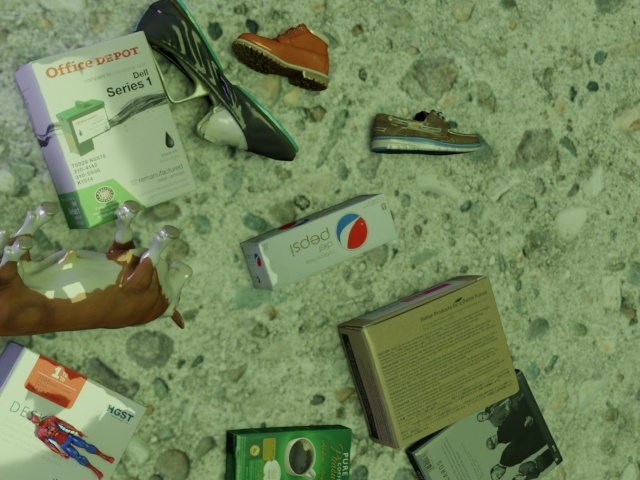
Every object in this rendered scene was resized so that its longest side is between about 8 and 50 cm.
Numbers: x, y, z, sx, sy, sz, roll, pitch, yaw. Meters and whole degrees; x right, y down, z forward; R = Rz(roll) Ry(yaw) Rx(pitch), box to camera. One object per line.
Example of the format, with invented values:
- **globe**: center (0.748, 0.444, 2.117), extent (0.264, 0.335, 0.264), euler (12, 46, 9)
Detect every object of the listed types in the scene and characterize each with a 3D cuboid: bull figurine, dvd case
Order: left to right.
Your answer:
- **bull figurine**: center (-0.276, 0.045, 1.263), extent (0.310, 0.101, 0.188), euler (-9, 135, -36)
- **dvd case**: center (0.264, 0.342, 1.630), extent (0.239, 0.030, 0.179), euler (-31, 104, -23)

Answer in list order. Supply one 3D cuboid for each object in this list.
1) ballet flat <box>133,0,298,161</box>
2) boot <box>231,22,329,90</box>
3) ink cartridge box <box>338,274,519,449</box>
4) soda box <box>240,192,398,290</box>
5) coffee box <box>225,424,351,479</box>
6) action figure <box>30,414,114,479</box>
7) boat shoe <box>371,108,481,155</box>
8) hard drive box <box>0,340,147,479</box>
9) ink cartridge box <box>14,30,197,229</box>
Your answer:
- **ballet flat**: center (-0.151, -0.196, 1.393), extent (0.096, 0.095, 0.280), euler (-41, 97, -11)
- **boot**: center (-0.053, -0.275, 1.458), extent (0.158, 0.059, 0.084), euler (16, 80, -35)
- **ink cartridge box**: center (0.165, 0.178, 1.547), extent (0.235, 0.088, 0.193), euler (-19, 97, -25)
- **soda box**: center (0.000, 0.000, 1.475), extent (0.216, 0.069, 0.073), euler (-22, 100, -25)
- **coffee box**: center (-0.045, 0.323, 1.466), extent (0.184, 0.040, 0.113), euler (1, 90, -27)
- **action figure**: center (-0.303, 0.245, 1.244), extent (0.115, 0.030, 0.038), euler (40, 78, -20)
- **boat shoe**: center (0.164, -0.165, 1.560), extent (0.183, 0.066, 0.066), euler (0, 89, -27)
- **hard drive box**: center (-0.357, 0.269, 1.281), extent (0.181, 0.089, 0.232), euler (31, 76, -24)
- **ink cartridge box**: center (-0.275, -0.142, 1.321), extent (0.160, 0.093, 0.219), euler (-23, 101, -26)
